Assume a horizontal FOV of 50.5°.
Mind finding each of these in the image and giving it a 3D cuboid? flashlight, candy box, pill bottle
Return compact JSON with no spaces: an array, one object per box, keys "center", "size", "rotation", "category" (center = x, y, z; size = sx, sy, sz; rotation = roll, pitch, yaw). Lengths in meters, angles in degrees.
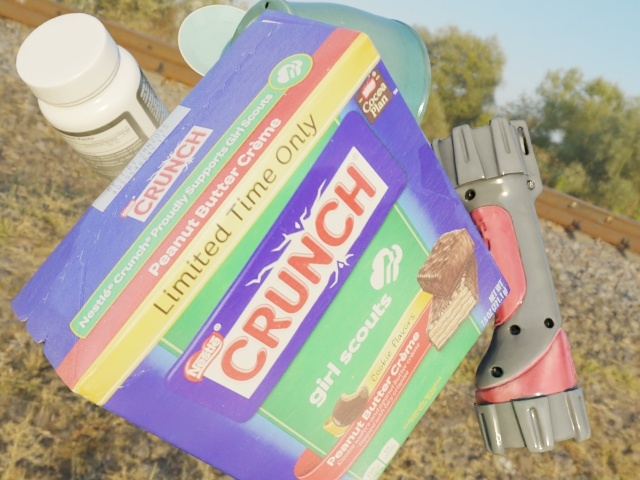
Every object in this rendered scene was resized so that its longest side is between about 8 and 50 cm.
[{"center":[0.171,0.041,0.648],"size":[0.103,0.304,0.103],"rotation":[-1,-15,-45],"category":"flashlight"},{"center":[-0.011,0.041,0.517],"size":[0.122,0.268,0.317],"rotation":[27,-16,45],"category":"candy box"},{"center":[-0.334,-0.205,1.063],"size":[0.161,0.161,0.283],"rotation":[27,-18,24],"category":"pill bottle"}]

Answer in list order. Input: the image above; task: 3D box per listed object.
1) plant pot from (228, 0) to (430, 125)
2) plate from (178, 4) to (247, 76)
[{"center":[-0.006,-0.265,1.110],"size":[0.255,0.272,0.271],"rotation":[8,19,-40],"category":"plant pot"},{"center":[-0.199,-0.402,1.398],"size":[0.188,0.188,0.024],"rotation":[19,-24,-7],"category":"plate"}]
